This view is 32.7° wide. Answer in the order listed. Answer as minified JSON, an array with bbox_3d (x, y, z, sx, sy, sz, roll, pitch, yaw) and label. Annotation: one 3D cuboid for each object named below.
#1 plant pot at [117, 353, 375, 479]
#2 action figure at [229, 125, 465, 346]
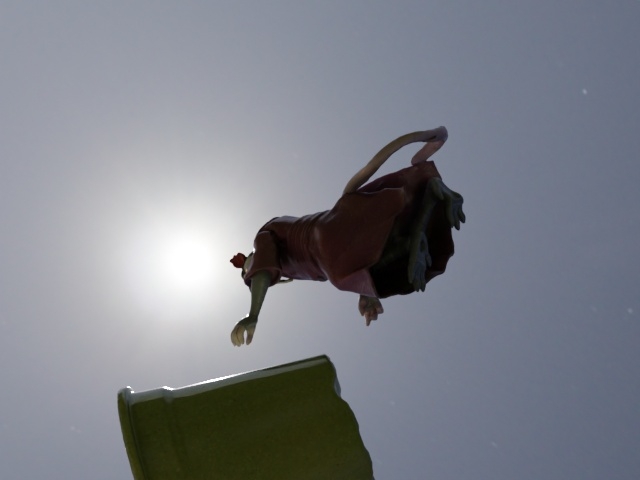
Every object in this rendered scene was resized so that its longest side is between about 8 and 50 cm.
[{"bbox_3d":[-0.076,0.264,1.316,0.254,0.276,0.276,-20,-132,-5],"label":"plant pot"},{"bbox_3d":[0.000,0.000,1.541,0.370,0.248,0.276,-5,-88,40],"label":"action figure"}]
